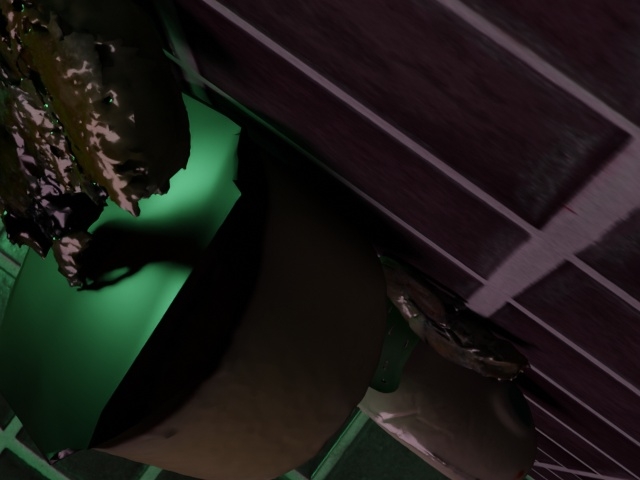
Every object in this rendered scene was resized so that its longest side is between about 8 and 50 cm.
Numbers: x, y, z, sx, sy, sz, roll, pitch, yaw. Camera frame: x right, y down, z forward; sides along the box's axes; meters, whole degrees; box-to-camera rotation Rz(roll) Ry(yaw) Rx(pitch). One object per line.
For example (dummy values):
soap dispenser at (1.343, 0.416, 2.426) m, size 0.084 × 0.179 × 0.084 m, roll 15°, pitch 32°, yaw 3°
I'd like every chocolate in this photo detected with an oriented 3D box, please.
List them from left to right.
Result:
chocolate at (-0.083, 0.067, 1.323) m, size 0.297 × 0.314 × 0.326 m, roll 28°, pitch -179°, yaw -28°

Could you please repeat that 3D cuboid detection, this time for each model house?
model house at (0.023, 0.076, 1.594) m, size 0.167 × 0.117 × 0.088 m, roll 23°, pitch -175°, yaw -5°

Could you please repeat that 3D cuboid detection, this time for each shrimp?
shrimp at (0.119, 0.074, 1.418) m, size 0.126 × 0.047 × 0.223 m, roll 52°, pitch 168°, yaw -32°

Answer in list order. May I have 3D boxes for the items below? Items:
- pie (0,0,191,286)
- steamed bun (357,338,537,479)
pie at (-0.223, -0.119, 1.136) m, size 0.296 × 0.078 × 0.371 m, roll 59°, pitch 151°, yaw 0°
steamed bun at (0.147, 0.180, 1.659) m, size 0.228 × 0.130 × 0.177 m, roll 35°, pitch -175°, yaw 2°
